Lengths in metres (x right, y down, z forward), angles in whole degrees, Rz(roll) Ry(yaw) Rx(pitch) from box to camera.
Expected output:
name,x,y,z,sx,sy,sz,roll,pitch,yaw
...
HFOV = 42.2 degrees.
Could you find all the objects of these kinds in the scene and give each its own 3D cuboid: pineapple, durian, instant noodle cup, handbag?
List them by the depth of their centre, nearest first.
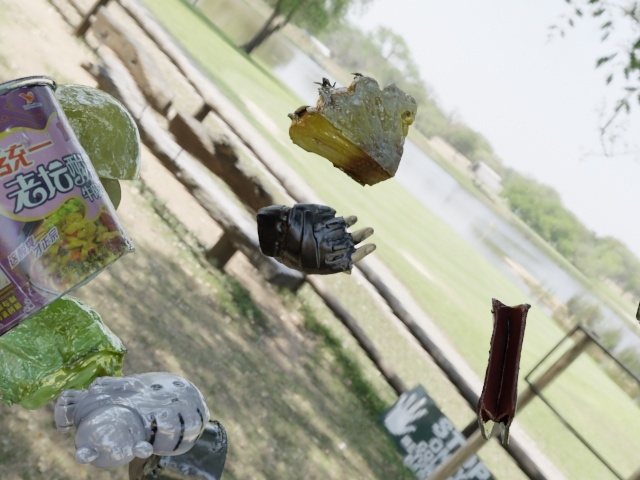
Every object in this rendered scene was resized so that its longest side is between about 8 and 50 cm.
name,x,y,z,sx,sy,sz,roll,pitch,yaw
instant noodle cup,-0.434,-0.024,1.130,0.266,0.339,0.340,58,10,-5
pineapple,0.068,-0.183,1.359,0.236,0.114,0.186,-9,83,-27
durian,-0.566,0.206,1.678,0.340,0.204,0.256,47,27,1
handbag,0.384,0.278,1.741,0.084,0.260,0.275,6,-22,14

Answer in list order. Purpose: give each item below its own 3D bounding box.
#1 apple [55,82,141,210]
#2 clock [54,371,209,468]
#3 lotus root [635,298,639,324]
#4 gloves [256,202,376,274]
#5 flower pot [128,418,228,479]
name,x,y,z,sx,sy,sz,roll,pitch,yaw
apple,-0.503,-0.165,1.646,0.254,0.292,0.292,7,32,-41
clock,-0.206,0.214,0.956,0.176,0.080,0.117,0,21,-31
lotus root,0.590,0.100,1.226,0.234,0.119,0.138,15,-13,13
gloves,0.000,0.000,1.523,0.203,0.124,0.164,6,-44,24
flower pot,-0.234,0.348,1.321,0.106,0.157,0.157,26,17,-29
